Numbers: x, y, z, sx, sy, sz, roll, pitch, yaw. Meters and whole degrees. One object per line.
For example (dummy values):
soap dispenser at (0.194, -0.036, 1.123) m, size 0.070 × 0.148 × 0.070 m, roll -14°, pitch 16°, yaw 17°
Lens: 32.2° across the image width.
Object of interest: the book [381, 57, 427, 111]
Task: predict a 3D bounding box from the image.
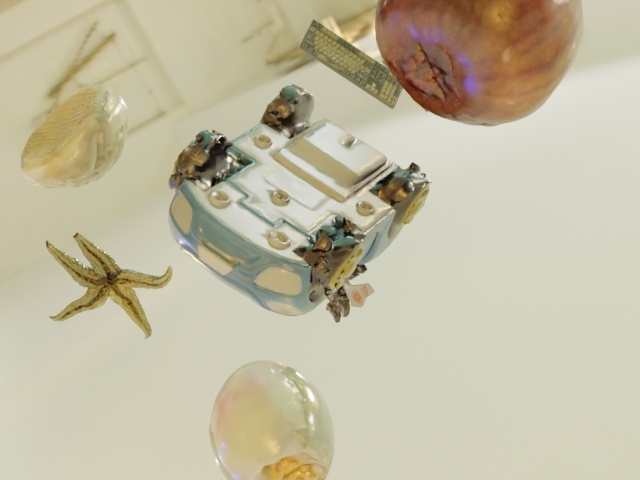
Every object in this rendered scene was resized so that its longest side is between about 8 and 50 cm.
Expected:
book at (0.235, -0.350, 1.976) m, size 0.228 × 0.160 × 0.024 m, roll -40°, pitch -139°, yaw 9°

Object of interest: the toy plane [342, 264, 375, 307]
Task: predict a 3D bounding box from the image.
toy plane at (0.000, 0.001, 1.392) m, size 0.053 × 0.197 × 0.078 m, roll -21°, pitch 166°, yaw -40°

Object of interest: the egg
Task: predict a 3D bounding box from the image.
egg at (-0.077, 0.272, 1.635) m, size 0.183 × 0.183 × 0.217 m, roll -30°, pitch -134°, yaw -6°

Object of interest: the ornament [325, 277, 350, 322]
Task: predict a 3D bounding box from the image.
ornament at (0.018, 0.000, 1.977) m, size 0.106 × 0.260 × 0.251 m, roll 0°, pitch 151°, yaw -19°

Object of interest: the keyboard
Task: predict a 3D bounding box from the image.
keyboard at (0.050, -0.268, 1.687) m, size 0.014 × 0.176 × 0.055 m, roll -25°, pitch -143°, yaw 63°

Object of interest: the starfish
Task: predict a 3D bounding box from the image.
starfish at (-0.320, 0.069, 1.644) m, size 0.217 × 0.223 × 0.050 m, roll -27°, pitch -151°, yaw 12°

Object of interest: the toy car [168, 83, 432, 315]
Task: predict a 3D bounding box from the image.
toy car at (-0.031, -0.021, 1.112) m, size 0.314 × 0.198 × 0.166 m, roll -40°, pitch 159°, yaw -53°

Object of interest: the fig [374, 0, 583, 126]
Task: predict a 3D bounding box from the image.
fig at (0.152, -0.197, 0.926) m, size 0.207 × 0.175 × 0.175 m, roll -49°, pitch -158°, yaw -25°

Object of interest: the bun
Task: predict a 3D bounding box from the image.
bun at (-0.344, -0.134, 1.595) m, size 0.183 × 0.102 × 0.183 m, roll -31°, pitch -148°, yaw 22°
